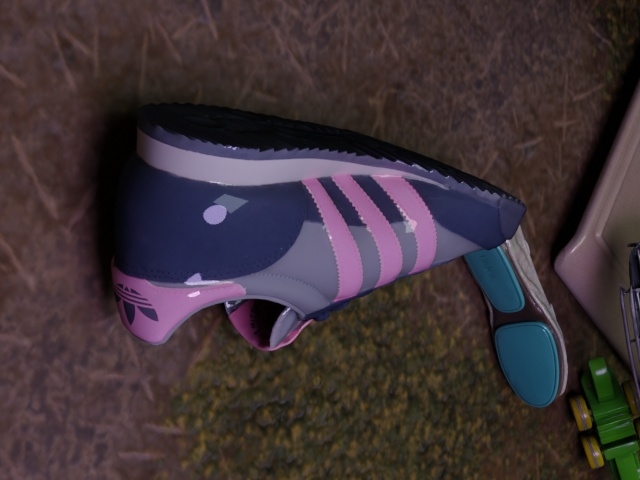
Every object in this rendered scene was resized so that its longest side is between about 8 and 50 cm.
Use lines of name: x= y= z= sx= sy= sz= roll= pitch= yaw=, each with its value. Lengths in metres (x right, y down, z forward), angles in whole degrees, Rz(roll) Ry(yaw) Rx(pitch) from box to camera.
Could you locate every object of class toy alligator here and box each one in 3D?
toy alligator: x=0.244 y=0.165 z=1.169 sx=0.051 sy=0.056 sz=0.190 roll=-95 pitch=165 yaw=-64

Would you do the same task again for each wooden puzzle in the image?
wooden puzzle: x=0.290 y=-0.020 z=1.215 sx=0.221 sy=0.044 sz=0.239 roll=47 pitch=64 yaw=-39

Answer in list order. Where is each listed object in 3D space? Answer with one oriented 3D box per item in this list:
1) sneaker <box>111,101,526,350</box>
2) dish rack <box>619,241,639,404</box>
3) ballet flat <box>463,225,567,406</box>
sneaker: x=0.000 y=0.000 z=0.861 sx=0.319 sy=0.112 sz=0.131 roll=6 pitch=105 yaw=-45
dish rack: x=0.328 y=0.093 z=1.154 sx=0.271 sy=0.074 sz=0.208 roll=-2 pitch=76 yaw=-40
ballet flat: x=0.151 y=0.045 z=1.052 sx=0.052 sy=0.057 sz=0.168 roll=-51 pitch=128 yaw=-45
